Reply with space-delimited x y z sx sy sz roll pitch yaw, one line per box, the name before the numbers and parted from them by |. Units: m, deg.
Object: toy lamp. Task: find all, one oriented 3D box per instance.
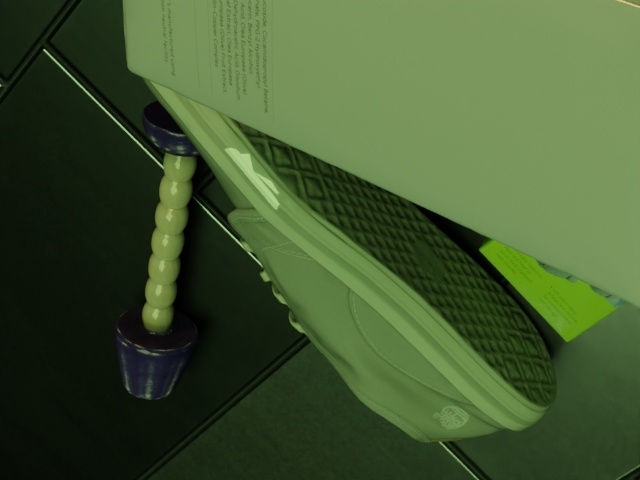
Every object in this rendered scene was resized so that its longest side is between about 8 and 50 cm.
toy lamp | -0.135 0.018 1.017 0.080 0.080 0.274 18 120 12

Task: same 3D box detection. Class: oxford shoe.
oxford shoe | 0.000 0.000 0.914 0.130 0.169 0.449 -36 103 32

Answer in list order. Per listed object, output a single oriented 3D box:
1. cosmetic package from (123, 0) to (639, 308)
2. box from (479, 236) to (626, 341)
cosmetic package | 0.078 -0.132 0.647 0.366 0.197 0.155 29 132 32
box | 0.224 -0.012 0.892 0.109 0.042 0.178 46 122 -5
